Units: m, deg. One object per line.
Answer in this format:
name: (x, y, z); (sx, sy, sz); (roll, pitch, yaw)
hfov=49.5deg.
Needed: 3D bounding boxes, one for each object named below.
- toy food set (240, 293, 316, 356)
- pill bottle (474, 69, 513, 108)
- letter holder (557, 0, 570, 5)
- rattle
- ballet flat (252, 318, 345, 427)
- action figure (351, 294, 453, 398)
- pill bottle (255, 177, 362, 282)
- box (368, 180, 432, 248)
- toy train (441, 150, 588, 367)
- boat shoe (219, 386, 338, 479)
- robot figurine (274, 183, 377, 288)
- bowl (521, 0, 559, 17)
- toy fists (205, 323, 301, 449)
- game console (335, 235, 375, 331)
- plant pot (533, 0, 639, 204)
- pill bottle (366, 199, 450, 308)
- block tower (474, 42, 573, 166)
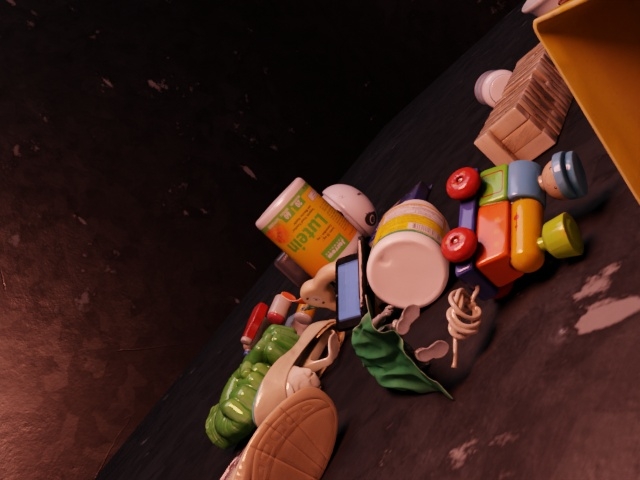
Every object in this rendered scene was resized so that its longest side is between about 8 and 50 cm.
toy food set: (-0.104, 0.203, 1.506); (0.232, 0.111, 0.104); (-37, 24, 52)
pill bottle: (0.403, -0.342, 1.569); (0.087, 0.087, 0.160); (-46, 7, 12)
letter holder: (0.538, -0.435, 1.021); (0.302, 0.152, 0.214); (-50, 9, -22)
rattle: (0.017, 0.123, 1.169); (0.200, 0.130, 0.142); (-16, 59, 23)
ballet flat: (-0.025, 0.210, 1.126); (0.086, 0.086, 0.248); (-42, 7, 39)
action figure: (0.082, 0.128, 0.822); (0.063, 0.137, 0.232); (-34, -6, -16)
pill bottle: (0.000, 0.000, 1.423); (0.136, 0.246, 0.136); (-47, 7, 8)
box: (0.176, -0.053, 1.540); (0.136, 0.036, 0.225); (-43, 7, 30)
toy train: (0.215, 0.016, 0.746); (0.143, 0.105, 0.248); (-20, 45, 38)
boat shoe: (-0.078, 0.299, 0.826); (0.092, 0.103, 0.285); (-29, 25, 54)
robot figurine: (0.016, -0.008, 1.709); (0.278, 0.173, 0.209); (-47, 30, 0)
bowl: (0.585, -0.555, 1.470); (0.298, 0.134, 0.298); (-46, 6, 7)
toy fists: (-0.117, 0.260, 1.305); (0.142, 0.096, 0.279); (-42, 7, 31)
game console: (0.044, 0.067, 1.048); (0.071, 0.122, 0.107); (-6, -21, 14)
plant pot: (0.321, -0.142, 0.516); (0.187, 0.212, 0.212); (-35, 8, 4)
pill bottle: (0.139, 0.010, 1.059); (0.117, 0.117, 0.208); (-44, 8, 23)
block tower: (0.369, -0.242, 1.198); (0.097, 0.091, 0.335); (-41, 10, 46)
